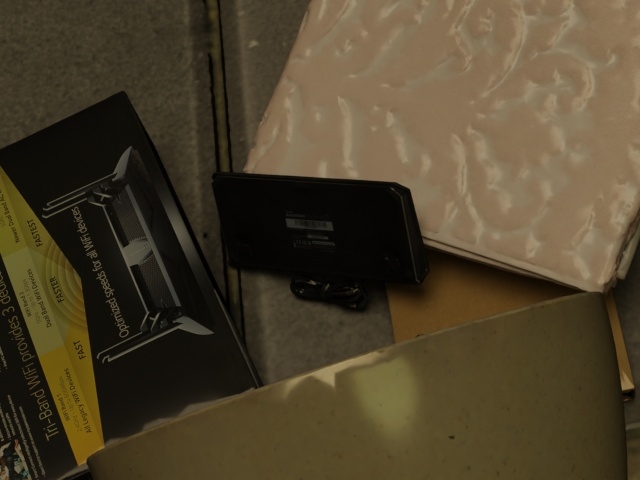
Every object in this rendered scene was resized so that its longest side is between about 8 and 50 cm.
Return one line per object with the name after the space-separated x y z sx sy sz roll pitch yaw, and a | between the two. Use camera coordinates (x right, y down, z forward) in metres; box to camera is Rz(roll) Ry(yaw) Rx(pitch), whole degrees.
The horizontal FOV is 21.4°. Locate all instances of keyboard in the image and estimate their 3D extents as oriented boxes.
0.000 0.000 1.265 0.180 0.108 0.023 6 27 37 | keyboard

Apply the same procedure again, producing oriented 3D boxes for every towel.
0.130 -0.150 1.260 0.317 0.053 0.331 19 85 28 | towel

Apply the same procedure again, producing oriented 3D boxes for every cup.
0.050 0.194 1.026 0.331 0.331 0.237 -18 83 4 | cup

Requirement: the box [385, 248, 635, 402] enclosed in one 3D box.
0.131 0.042 1.242 0.164 0.021 0.201 -13 56 8 | box

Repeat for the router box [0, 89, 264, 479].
-0.198 0.063 1.283 0.243 0.081 0.308 -25 56 -1 | router box
